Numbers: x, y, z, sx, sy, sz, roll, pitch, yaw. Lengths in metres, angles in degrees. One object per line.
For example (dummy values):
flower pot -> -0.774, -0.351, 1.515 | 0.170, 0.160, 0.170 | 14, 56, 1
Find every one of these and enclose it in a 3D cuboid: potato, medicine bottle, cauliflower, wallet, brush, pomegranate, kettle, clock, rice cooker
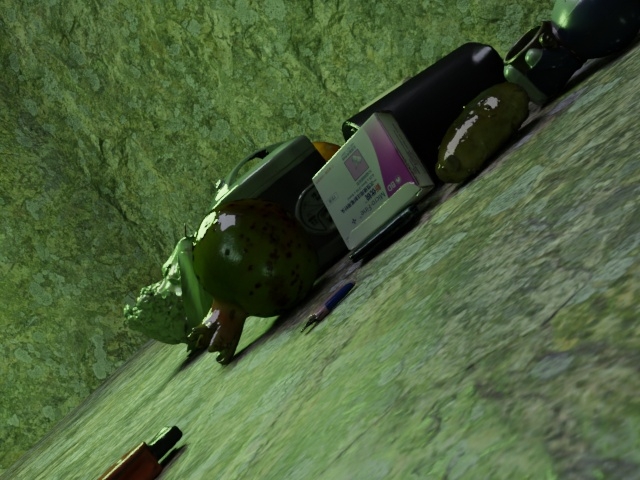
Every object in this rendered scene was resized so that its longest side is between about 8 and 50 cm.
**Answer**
potato -> 0.267, -0.180, 1.263 | 0.225, 0.090, 0.117 | -48, 14, -20
medicine bottle -> 0.090, -0.102, 1.330 | 0.052, 0.171, 0.201 | -5, -29, -45
cauliflower -> -0.327, 0.119, 1.800 | 0.257, 0.315, 0.239 | 5, -4, -4
wallet -> 0.107, -0.010, 1.246 | 0.129, 0.026, 0.088 | -39, -1, 15
brush -> -0.275, 0.322, 0.882 | 0.070, 0.051, 0.323 | -31, 9, 39
pomegranate -> -0.147, 0.053, 1.345 | 0.286, 0.231, 0.231 | -40, 5, -13
kettle -> 0.232, -0.210, 1.492 | 0.308, 0.262, 0.203 | -36, 40, -9
clock -> 0.446, -0.364, 1.332 | 0.243, 0.146, 0.199 | -40, 8, 34
rice cooker -> -0.072, -0.063, 1.576 | 0.288, 0.277, 0.288 | -37, 5, 3

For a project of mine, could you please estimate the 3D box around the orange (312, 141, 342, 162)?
orange -> -0.002, -0.164, 2.226 | 0.261, 0.261, 0.261 | -38, 5, 4

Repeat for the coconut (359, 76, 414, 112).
coconut -> 0.194, -0.250, 1.736 | 0.241, 0.241, 0.241 | -38, 5, 4

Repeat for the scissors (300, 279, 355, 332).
scissors -> 0.008, 0.096, 1.089 | 0.113, 0.012, 0.039 | -42, 6, -34
